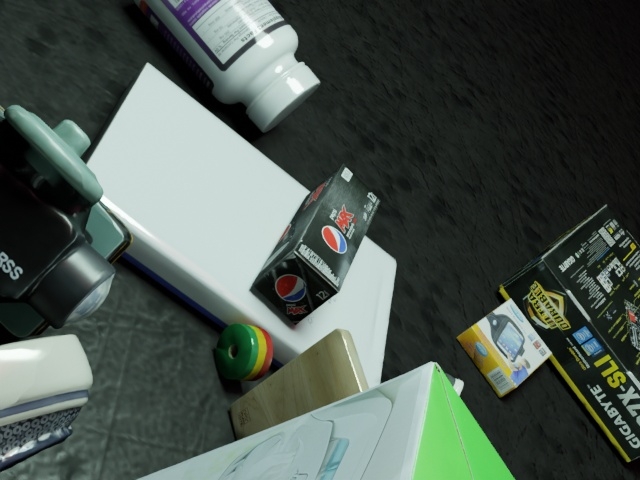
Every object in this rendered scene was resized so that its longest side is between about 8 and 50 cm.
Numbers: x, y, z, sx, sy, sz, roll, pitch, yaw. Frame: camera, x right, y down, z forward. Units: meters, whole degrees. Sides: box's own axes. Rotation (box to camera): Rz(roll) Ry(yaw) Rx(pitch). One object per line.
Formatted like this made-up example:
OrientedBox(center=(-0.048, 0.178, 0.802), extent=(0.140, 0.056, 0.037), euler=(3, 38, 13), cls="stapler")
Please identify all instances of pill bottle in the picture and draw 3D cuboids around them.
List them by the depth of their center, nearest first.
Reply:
OrientedBox(center=(-0.092, -0.209, 1.053), extent=(0.193, 0.108, 0.108), euler=(50, 33, 0), cls="pill bottle")

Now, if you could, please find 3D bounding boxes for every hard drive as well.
OrientedBox(center=(-0.067, -0.003, 0.934), extent=(0.318, 0.040, 0.210), euler=(38, 34, -18), cls="hard drive")

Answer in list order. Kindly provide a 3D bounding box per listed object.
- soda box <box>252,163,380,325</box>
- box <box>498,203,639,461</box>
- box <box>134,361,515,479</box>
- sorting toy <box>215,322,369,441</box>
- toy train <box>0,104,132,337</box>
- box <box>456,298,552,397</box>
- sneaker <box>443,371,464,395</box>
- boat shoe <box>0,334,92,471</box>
OrientedBox(center=(0.000, 0.000, 0.915), extent=(0.053, 0.060, 0.169), euler=(45, 32, -10), cls="soda box")
OrientedBox(center=(0.381, 0.103, 1.324), extent=(0.257, 0.079, 0.322), euler=(55, 32, 5), cls="box")
OrientedBox(center=(0.025, 0.233, 0.576), extent=(0.262, 0.231, 0.127), euler=(56, 26, -18), cls="box")
OrientedBox(center=(0.005, 0.164, 0.765), extent=(0.046, 0.132, 0.274), euler=(16, 45, -44), cls="sorting toy")
OrientedBox(center=(-0.261, -0.070, 0.661), extent=(0.334, 0.142, 0.190), euler=(43, -7, -1), cls="toy train")
OrientedBox(center=(0.212, 0.116, 1.157), extent=(0.081, 0.028, 0.136), euler=(54, 35, 8), cls="box")
OrientedBox(center=(0.113, 0.156, 1.002), extent=(0.035, 0.031, 0.083), euler=(35, 29, 3), cls="sneaker")
OrientedBox(center=(-0.235, 0.163, 0.413), extent=(0.340, 0.127, 0.158), euler=(-21, 86, -24), cls="boat shoe")
